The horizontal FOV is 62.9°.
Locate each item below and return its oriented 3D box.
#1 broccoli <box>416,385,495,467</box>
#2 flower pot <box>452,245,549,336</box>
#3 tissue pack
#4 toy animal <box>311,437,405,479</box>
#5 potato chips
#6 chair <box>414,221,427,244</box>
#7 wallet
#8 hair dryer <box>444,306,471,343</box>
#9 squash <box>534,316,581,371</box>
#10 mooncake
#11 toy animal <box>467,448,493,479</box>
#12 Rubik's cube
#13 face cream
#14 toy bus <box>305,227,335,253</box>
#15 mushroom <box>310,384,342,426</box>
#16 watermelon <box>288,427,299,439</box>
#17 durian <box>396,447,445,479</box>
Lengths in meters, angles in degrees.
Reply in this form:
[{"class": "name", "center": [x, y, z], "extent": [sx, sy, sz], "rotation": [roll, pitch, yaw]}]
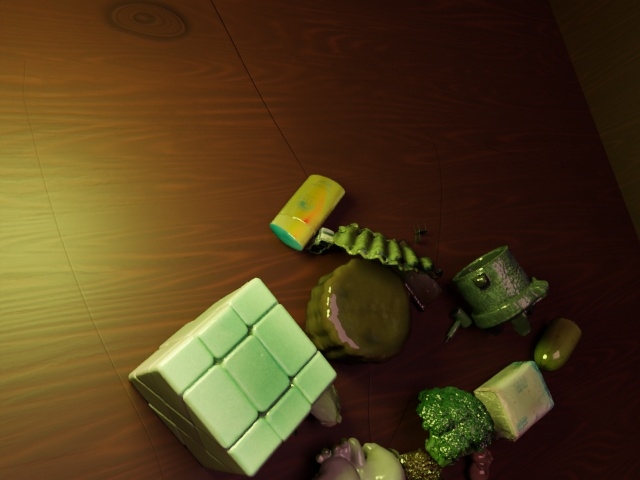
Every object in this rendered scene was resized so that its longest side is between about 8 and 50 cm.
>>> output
[{"class": "broccoli", "center": [0.412, 0.588, 1.657], "extent": [0.246, 0.265, 0.294], "rotation": [-63, 153, -2]}, {"class": "flower pot", "center": [0.670, 0.191, 1.905], "extent": [0.299, 0.299, 0.283], "rotation": [-30, 87, -36]}, {"class": "tissue pack", "center": [0.709, 0.576, 1.904], "extent": [0.271, 0.124, 0.202], "rotation": [-20, 81, -35]}, {"class": "toy animal", "center": [0.087, 0.685, 1.412], "extent": [0.309, 0.183, 0.247], "rotation": [0, 40, -36]}, {"class": "potato chips", "center": [0.215, 0.038, 1.641], "extent": [0.358, 0.429, 0.070], "rotation": [24, 99, 5]}, {"class": "chair", "center": [0.375, -0.027, 1.952], "extent": [0.042, 0.037, 0.086], "rotation": [9, 64, -18]}, {"class": "wallet", "center": [0.328, 0.124, 1.869], "extent": [0.133, 0.039, 0.243], "rotation": [-42, 98, -29]}, {"class": "hair dryer", "center": [0.487, 0.319, 1.907], "extent": [0.071, 0.047, 0.150], "rotation": [45, 66, -9]}, {"class": "squash", "center": [0.943, 0.431, 2.100], "extent": [0.247, 0.132, 0.133], "rotation": [-41, 97, -36]}, {"class": "mooncake", "center": [0.115, 0.225, 1.604], "extent": [0.323, 0.187, 0.324], "rotation": [11, 66, -27]}, {"class": "toy animal", "center": [0.527, 0.746, 1.757], "extent": [0.083, 0.089, 0.150], "rotation": [40, 50, -42]}, {"class": "Rubik's cube", "center": [-0.216, 0.331, 1.267], "extent": [0.322, 0.318, 0.316], "rotation": [51, 55, -6]}, {"class": "face cream", "center": [-0.044, -0.093, 1.666], "extent": [0.139, 0.067, 0.285], "rotation": [24, 55, 17]}, {"class": "toy bus", "center": [0.000, 0.000, 1.659], "extent": [0.052, 0.102, 0.058], "rotation": [20, 61, -26]}, {"class": "mushroom", "center": [-0.051, 0.368, 1.493], "extent": [0.352, 0.097, 0.109], "rotation": [59, 27, 2]}, {"class": "watermelon", "center": [-0.122, 0.514, 1.429], "extent": [0.135, 0.125, 0.094], "rotation": [-2, 106, -5]}, {"class": "durian", "center": [0.291, 0.713, 1.572], "extent": [0.196, 0.166, 0.196], "rotation": [33, 53, -58]}]
